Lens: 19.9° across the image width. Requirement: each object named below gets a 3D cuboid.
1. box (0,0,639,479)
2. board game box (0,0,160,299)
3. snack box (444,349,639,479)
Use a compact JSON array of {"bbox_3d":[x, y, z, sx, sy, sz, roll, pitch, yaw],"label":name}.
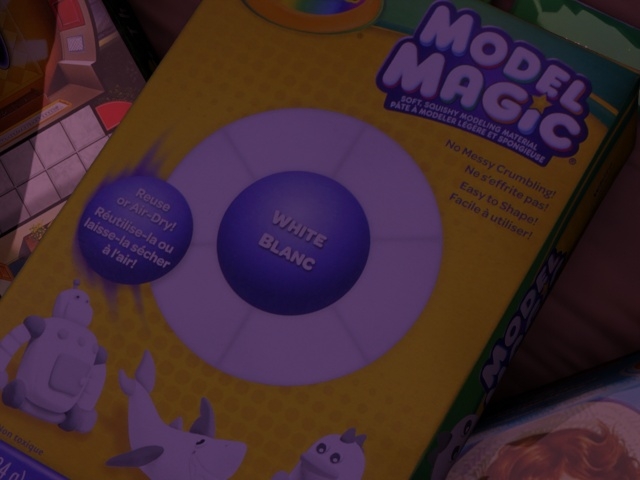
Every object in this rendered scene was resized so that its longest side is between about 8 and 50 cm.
[{"bbox_3d":[0.000,0.000,0.423,0.105,0.043,0.179,26,70,15],"label":"box"},{"bbox_3d":[-0.114,-0.039,0.486,0.136,0.030,0.259,-29,89,15],"label":"board game box"},{"bbox_3d":[0.200,0.078,0.417,0.322,0.060,0.187,-22,89,13],"label":"snack box"}]
